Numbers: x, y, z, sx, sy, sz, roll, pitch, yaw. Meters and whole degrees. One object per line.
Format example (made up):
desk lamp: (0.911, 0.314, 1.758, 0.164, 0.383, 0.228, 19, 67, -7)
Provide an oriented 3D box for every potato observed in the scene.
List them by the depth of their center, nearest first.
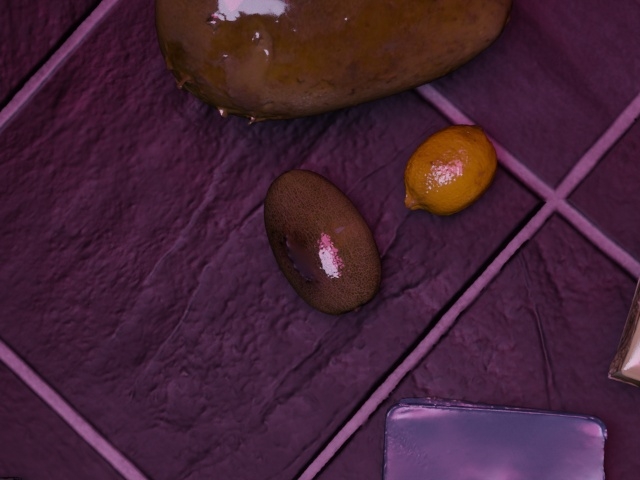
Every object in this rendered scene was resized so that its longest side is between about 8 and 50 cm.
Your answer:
potato: (0.010, -0.263, 1.506, 0.359, 0.219, 0.269, -10, 91, -3)

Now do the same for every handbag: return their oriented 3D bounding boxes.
handbag: (0.170, 0.234, 1.501, 0.221, 0.057, 0.144, 5, 87, 6)

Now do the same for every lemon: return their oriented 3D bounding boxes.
lemon: (0.129, -0.069, 1.532, 0.111, 0.082, 0.082, -44, 81, 2)

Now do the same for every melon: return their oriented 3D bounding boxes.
melon: (0.000, 0.000, 1.526, 0.099, 0.099, 0.162, -30, 77, 1)

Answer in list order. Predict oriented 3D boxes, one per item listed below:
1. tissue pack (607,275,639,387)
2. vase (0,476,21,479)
tissue pack: (0.416, 0.094, 1.459, 0.234, 0.125, 0.159, 19, 84, 7)
vase: (-0.330, 0.324, 1.530, 0.059, 0.059, 0.167, -2, 82, 5)
